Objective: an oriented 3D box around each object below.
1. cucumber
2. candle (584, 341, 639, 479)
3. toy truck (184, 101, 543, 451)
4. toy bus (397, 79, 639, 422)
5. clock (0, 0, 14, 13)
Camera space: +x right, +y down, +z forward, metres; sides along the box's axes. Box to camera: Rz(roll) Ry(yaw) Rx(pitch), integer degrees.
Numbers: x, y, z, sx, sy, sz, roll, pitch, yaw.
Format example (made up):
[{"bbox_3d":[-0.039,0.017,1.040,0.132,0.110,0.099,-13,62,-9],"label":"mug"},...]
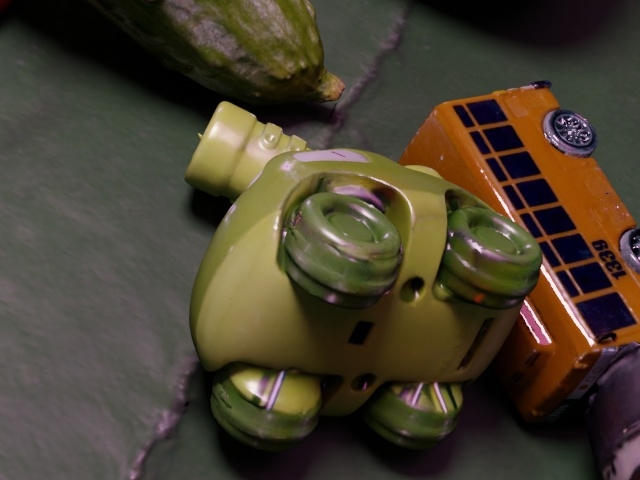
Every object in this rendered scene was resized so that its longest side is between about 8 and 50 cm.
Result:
[{"bbox_3d":[-0.075,-0.162,0.960,0.244,0.134,0.134,41,43,-24],"label":"cucumber"},{"bbox_3d":[0.250,0.196,0.816,0.187,0.187,0.330,8,53,-21],"label":"candle"},{"bbox_3d":[0.018,0.011,0.879,0.187,0.148,0.210,16,29,-17],"label":"toy truck"},{"bbox_3d":[0.134,0.010,0.955,0.114,0.098,0.201,-12,61,-32],"label":"toy bus"},{"bbox_3d":[-0.246,-0.164,0.931,0.113,0.061,0.155,33,46,-1],"label":"clock"}]
